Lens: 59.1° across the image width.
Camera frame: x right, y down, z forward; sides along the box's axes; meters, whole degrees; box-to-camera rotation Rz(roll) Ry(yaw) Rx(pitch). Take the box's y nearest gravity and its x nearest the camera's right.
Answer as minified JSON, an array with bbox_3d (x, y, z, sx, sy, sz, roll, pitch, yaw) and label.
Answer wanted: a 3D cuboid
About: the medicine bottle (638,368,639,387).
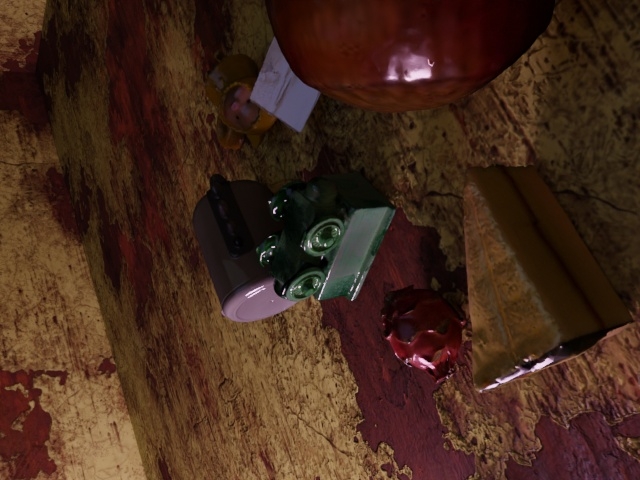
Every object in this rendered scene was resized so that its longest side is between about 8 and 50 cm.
[{"bbox_3d":[0.441,0.105,0.545,0.139,0.139,0.237,58,138,28],"label":"medicine bottle"}]

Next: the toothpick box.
[{"bbox_3d":[-0.169,-0.002,1.261,0.229,0.229,0.316,-51,57,45],"label":"toothpick box"}]

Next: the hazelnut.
[{"bbox_3d":[0.089,-0.361,0.722,0.421,0.352,0.421,62,-176,-7],"label":"hazelnut"}]

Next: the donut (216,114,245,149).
[{"bbox_3d":[-0.234,-0.281,1.443,0.108,0.043,0.097,53,134,39],"label":"donut"}]

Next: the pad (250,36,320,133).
[{"bbox_3d":[-0.048,-0.350,1.132,0.156,0.004,0.232,36,113,21],"label":"pad"}]

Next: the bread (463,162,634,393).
[{"bbox_3d":[0.257,0.048,0.761,0.163,0.167,0.264,-49,55,46],"label":"bread"}]

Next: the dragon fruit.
[{"bbox_3d":[0.174,0.147,0.923,0.133,0.136,0.166,-29,74,6],"label":"dragon fruit"}]

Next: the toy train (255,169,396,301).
[{"bbox_3d":[0.000,0.000,1.052,0.145,0.201,0.266,50,133,36],"label":"toy train"}]

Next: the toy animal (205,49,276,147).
[{"bbox_3d":[-0.180,-0.335,1.289,0.230,0.156,0.156,52,135,20],"label":"toy animal"}]
